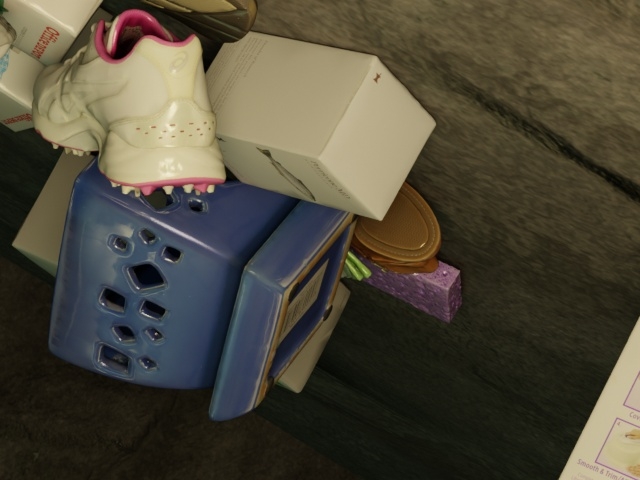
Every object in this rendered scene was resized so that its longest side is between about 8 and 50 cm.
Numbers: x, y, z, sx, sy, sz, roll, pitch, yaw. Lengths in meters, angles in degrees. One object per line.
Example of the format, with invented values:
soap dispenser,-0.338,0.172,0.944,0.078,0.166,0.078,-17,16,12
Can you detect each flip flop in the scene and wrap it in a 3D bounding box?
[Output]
flip flop,-0.109,-0.215,1.531,0.112,0.080,0.277,28,-177,-14

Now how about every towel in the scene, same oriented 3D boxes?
towel,0.000,0.000,1.989,0.113,0.023,0.152,44,178,-4

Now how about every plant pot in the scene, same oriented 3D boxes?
plant pot,-0.100,0.013,1.836,0.212,0.236,0.236,27,132,12

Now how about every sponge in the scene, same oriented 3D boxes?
sponge,0.054,0.017,2.112,0.210,0.031,0.117,27,166,14

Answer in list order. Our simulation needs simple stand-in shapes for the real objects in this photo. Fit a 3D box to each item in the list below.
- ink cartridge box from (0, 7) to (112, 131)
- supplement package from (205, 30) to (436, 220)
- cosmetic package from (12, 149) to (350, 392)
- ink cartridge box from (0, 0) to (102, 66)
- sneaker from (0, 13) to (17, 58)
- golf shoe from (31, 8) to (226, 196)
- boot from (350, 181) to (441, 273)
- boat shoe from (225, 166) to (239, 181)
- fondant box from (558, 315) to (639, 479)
ink cartridge box,-0.316,-0.204,1.870,0.176,0.127,0.128,34,166,-21
supplement package,-0.012,-0.101,1.669,0.179,0.105,0.105,16,160,44
cosmetic package,-0.172,0.033,2.416,0.365,0.155,0.197,20,168,31
ink cartridge box,-0.292,-0.253,1.709,0.219,0.093,0.160,32,167,-9
sneaker,-0.373,-0.180,1.663,0.297,0.129,0.111,16,159,42
golf shoe,-0.161,-0.130,1.623,0.115,0.140,0.306,-7,-162,-27
boot,0.079,-0.003,1.937,0.197,0.073,0.152,33,173,45
boat shoe,-0.115,-0.076,2.074,0.081,0.079,0.227,31,175,-38
fondant box,0.292,0.185,1.609,0.096,0.330,0.238,20,165,27
